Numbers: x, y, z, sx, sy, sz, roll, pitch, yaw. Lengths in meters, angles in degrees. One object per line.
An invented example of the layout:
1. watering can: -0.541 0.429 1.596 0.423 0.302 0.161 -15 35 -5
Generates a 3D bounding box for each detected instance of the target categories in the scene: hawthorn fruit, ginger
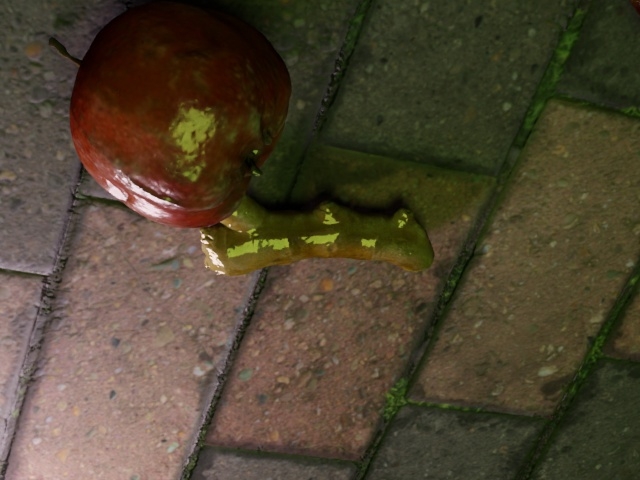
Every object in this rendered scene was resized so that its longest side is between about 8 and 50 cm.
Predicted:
1. hawthorn fruit: -0.174 -0.146 1.470 0.272 0.242 0.242 28 121 6
2. ginger: -0.001 -0.002 1.696 0.299 0.065 0.118 3 130 -18

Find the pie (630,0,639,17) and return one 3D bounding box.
1. pie: 0.500 -0.325 1.535 0.355 0.103 0.288 -2 128 -6
